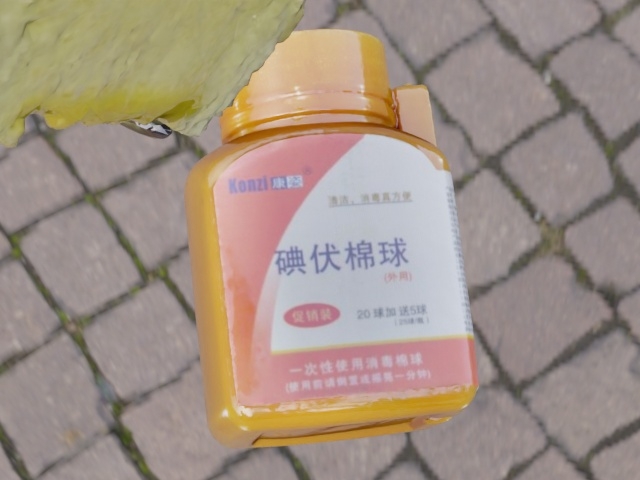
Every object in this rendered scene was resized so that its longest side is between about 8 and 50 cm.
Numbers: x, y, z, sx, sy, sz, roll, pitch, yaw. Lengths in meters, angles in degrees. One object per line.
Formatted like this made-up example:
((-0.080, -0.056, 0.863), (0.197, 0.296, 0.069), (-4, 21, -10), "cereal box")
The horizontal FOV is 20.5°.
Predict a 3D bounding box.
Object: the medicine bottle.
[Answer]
((0.000, 0.000, 1.011), (0.149, 0.112, 0.222), (-5, 77, -11), "medicine bottle")

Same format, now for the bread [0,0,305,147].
((-0.077, -0.106, 0.527), (0.169, 0.160, 0.140), (47, 117, 30), "bread")
